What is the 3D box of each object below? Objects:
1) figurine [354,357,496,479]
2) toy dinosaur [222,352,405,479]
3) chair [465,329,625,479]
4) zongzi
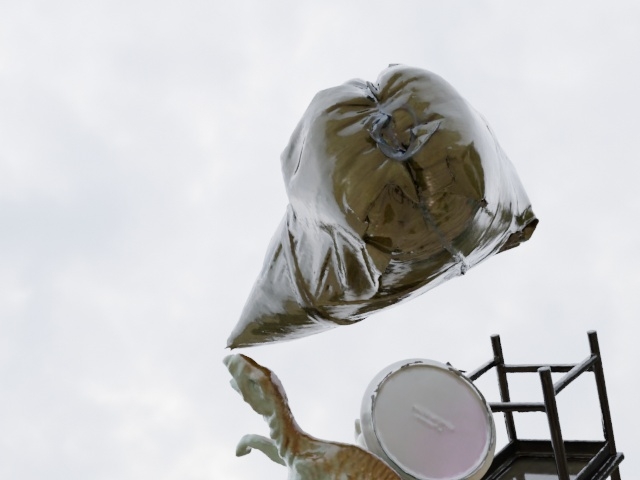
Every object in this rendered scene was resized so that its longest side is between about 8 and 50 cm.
[{"bbox_3d":[0.080,0.194,0.949,0.132,0.132,0.153,3,-31,-16],"label":"figurine"},{"bbox_3d":[0.042,0.265,0.819,0.393,0.092,0.205,39,-53,8],"label":"toy dinosaur"},{"bbox_3d":[0.231,0.237,1.052,0.141,0.155,0.260,-6,-81,37],"label":"chair"},{"bbox_3d":[0.000,0.000,0.695,0.274,0.125,0.251,-30,-18,13],"label":"zongzi"}]
